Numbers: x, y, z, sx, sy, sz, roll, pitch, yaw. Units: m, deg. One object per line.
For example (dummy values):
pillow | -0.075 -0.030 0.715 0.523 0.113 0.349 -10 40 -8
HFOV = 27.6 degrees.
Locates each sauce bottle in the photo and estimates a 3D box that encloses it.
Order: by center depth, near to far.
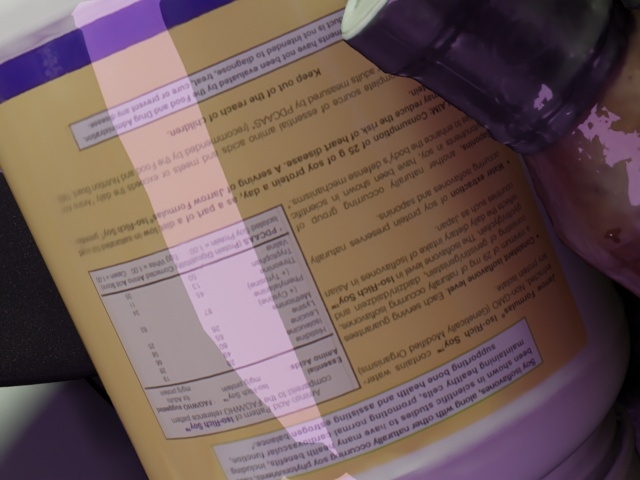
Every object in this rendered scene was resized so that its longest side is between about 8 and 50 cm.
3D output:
sauce bottle | 0.166 -0.010 0.490 0.344 0.111 0.111 31 133 -15

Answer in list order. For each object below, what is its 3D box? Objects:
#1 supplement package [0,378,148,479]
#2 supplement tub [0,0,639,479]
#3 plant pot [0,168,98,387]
supplement package | -0.246 0.247 0.937 0.198 0.199 0.263 44 130 10
supplement tub | 0.000 0.000 0.610 0.241 0.241 0.331 -15 103 39
plant pot | -0.171 -0.018 0.774 0.167 0.188 0.187 12 119 20
